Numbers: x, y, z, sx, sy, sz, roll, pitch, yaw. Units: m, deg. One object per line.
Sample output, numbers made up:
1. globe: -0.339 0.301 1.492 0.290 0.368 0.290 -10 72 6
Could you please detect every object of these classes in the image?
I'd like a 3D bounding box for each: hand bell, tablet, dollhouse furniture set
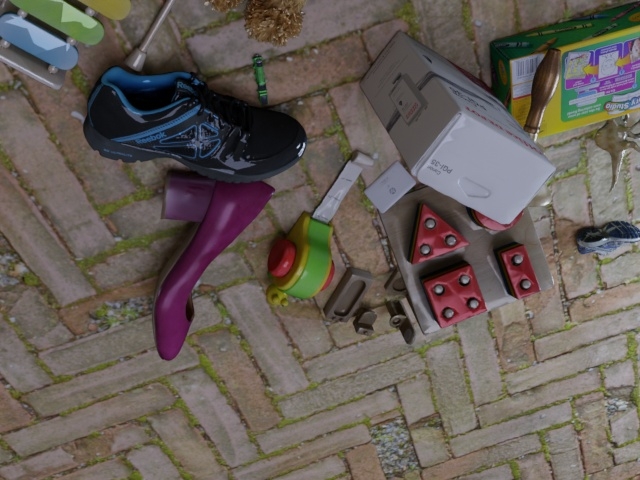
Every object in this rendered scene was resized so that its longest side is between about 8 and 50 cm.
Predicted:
1. hand bell: 0.340 -0.188 1.322 0.126 0.126 0.241 1 118 -16
2. tablet: 0.123 -0.094 1.458 0.083 0.054 0.006 -43 168 17
3. dollhouse furniture set: 0.114 0.137 1.579 0.151 0.123 0.144 16 120 -26

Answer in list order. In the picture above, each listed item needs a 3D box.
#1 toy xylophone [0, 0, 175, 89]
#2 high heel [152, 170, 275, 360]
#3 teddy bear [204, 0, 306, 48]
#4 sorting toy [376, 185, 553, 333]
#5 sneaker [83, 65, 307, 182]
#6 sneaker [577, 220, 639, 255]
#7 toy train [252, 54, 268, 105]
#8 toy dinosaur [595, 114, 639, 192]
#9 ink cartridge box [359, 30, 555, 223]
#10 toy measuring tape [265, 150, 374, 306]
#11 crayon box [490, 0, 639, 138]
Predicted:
1. toy xylophone: -0.301 -0.350 1.119 0.236 0.081 0.322 19 119 -28
2. high heel: -0.190 0.059 1.424 0.182 0.127 0.377 7 121 -8
3. teddy bear: -0.031 -0.422 1.087 0.338 0.113 0.245 -36 97 15
4. sorting toy: 0.266 0.013 1.473 0.257 0.089 0.255 -21 96 0
5. sneaker: -0.176 -0.175 1.238 0.341 0.125 0.139 3 148 -18
6. sneaker: 0.579 0.000 1.663 0.135 0.052 0.058 -6 138 -3
7. toy train: -0.093 -0.250 1.291 0.017 0.023 0.083 -12 129 -7
8. toy dinosaur: 0.555 -0.183 1.522 0.093 0.053 0.183 -12 123 13
9. ink cartridge box: 0.204 -0.176 1.265 0.207 0.283 0.117 24 117 -30
10. toy measuring tape: 0.000 0.000 1.450 0.121 0.121 0.330 22 117 -29
11. crayon box: 0.432 -0.279 1.382 0.279 0.081 0.165 -16 129 -4
